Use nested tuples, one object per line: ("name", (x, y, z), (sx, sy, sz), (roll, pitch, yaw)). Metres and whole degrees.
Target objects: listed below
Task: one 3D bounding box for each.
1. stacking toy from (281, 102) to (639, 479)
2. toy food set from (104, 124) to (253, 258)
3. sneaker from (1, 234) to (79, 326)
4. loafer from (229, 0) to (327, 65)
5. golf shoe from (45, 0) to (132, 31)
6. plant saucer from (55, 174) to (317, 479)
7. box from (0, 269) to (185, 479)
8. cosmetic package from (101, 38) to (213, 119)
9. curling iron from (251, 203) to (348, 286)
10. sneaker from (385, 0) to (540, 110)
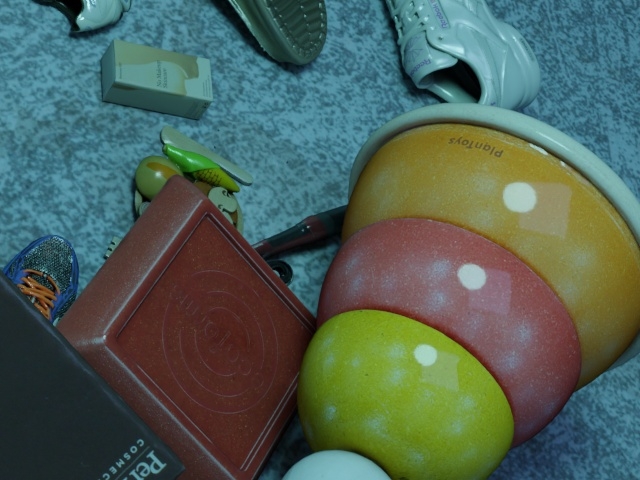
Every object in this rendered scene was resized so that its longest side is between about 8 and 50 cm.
("stacking toy", (0.085, 0.129, 1.413), (0.350, 0.350, 0.480), (41, 53, -2))
("toy food set", (-0.137, -0.036, 1.569), (0.132, 0.038, 0.192), (29, 50, -13))
("sneaker", (-0.273, 0.079, 1.380), (0.083, 0.087, 0.221), (29, 50, -14))
("loafer", (-0.088, -0.320, 1.752), (0.102, 0.092, 0.268), (-37, 100, -40))
("golf shoe", (-0.286, -0.303, 1.635), (0.176, 0.069, 0.086), (48, 55, 6))
("plant saucer", (-0.105, 0.100, 1.444), (0.258, 0.047, 0.259), (49, 49, -19))
("box", (-0.311, 0.109, 1.218), (0.191, 0.143, 0.381), (-45, 102, -12))
("cosmetic package", (-0.178, -0.175, 1.632), (0.115, 0.041, 0.060), (8, 58, -27))
("curling iron", (0.000, 0.000, 1.635), (0.274, 0.035, 0.068), (-31, 90, -42))
("sneaker", (0.142, -0.275, 1.842), (0.152, 0.114, 0.305), (-33, 81, -42))
